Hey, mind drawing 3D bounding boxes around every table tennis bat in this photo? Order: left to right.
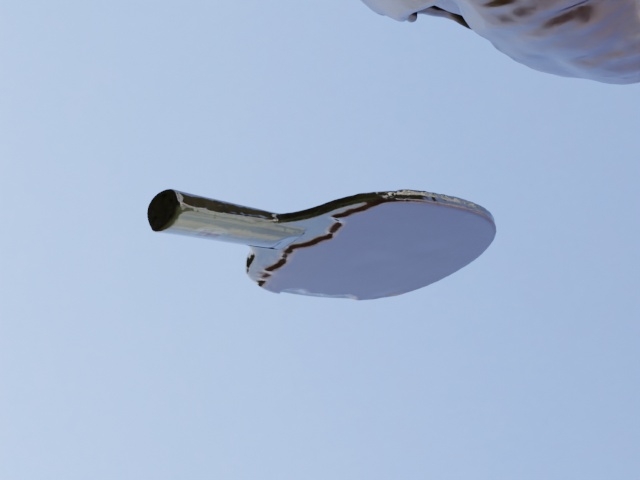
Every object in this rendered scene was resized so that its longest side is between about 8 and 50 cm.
[{"bbox_3d":[0.000,0.000,1.132,0.131,0.234,0.022,-33,-121,40],"label":"table tennis bat"}]

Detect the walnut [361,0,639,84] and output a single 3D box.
[{"bbox_3d":[0.053,-0.097,0.516,0.115,0.207,0.116,-5,-102,24],"label":"walnut"}]
